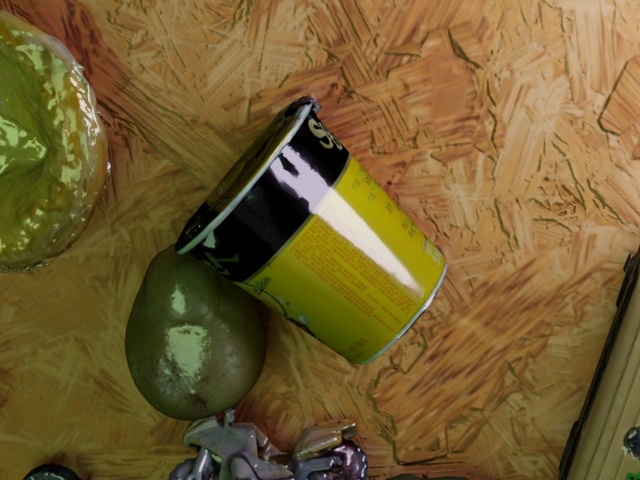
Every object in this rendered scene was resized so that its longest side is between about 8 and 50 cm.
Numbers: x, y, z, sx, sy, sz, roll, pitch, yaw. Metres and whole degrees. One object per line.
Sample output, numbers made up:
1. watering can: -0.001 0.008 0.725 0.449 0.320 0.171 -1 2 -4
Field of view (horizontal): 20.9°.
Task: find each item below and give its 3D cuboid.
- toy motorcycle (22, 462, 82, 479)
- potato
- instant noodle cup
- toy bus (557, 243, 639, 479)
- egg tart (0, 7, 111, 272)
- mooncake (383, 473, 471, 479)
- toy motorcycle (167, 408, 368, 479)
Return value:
1. toy motorcycle: -0.251 0.393 2.071 0.298 0.089 0.171 33 114 3
2. potato: -0.141 0.091 1.888 0.157 0.157 0.194 3 122 16
3. instant noodle cup: 0.000 0.000 1.800 0.236 0.215 0.215 40 116 -10
4. toy bus: 0.344 0.175 1.742 0.176 0.202 0.365 18 114 9
5. egg tart: -0.361 -0.120 1.900 0.315 0.120 0.315 5 109 15
6. mooncake: 0.121 0.436 1.915 0.356 0.194 0.356 6 109 18
7. toy motorcycle: -0.063 0.238 1.946 0.229 0.130 0.094 -9 148 5
